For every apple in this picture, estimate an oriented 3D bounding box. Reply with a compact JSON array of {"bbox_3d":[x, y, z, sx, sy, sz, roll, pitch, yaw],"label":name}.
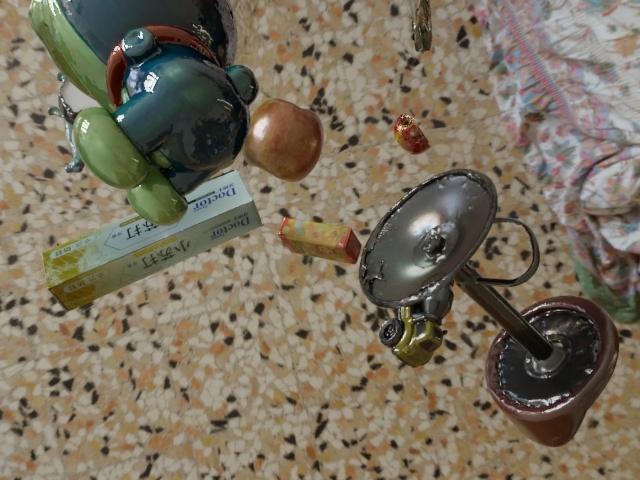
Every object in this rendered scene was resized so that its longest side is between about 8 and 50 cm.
[{"bbox_3d":[-0.085,-0.233,1.576,0.188,0.188,0.174,21,96,-8],"label":"apple"}]

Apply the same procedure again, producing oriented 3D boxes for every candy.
[{"bbox_3d":[0.000,0.000,1.078,0.121,0.062,0.038,10,67,26],"label":"candy"}]

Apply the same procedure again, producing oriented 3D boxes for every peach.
[{"bbox_3d":[0.175,-0.203,1.336,0.050,0.077,0.083,-43,137,3],"label":"peach"}]

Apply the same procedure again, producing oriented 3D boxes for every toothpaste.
[{"bbox_3d":[-0.243,-0.001,0.998,0.312,0.089,0.071,-24,137,-7],"label":"toothpaste"}]

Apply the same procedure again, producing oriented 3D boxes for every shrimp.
[{"bbox_3d":[0.209,-0.473,1.310,0.046,0.152,0.220,-9,108,-14],"label":"shrimp"}]

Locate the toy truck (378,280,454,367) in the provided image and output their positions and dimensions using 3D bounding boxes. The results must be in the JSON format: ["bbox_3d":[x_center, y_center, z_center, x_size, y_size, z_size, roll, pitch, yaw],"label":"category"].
[{"bbox_3d":[0.248,0.186,1.648,0.147,0.165,0.224,37,46,-28],"label":"toy truck"}]

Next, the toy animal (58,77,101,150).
[{"bbox_3d":[-0.494,-0.279,1.589,0.187,0.235,0.165,-16,53,-10],"label":"toy animal"}]

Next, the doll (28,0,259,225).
[{"bbox_3d":[-0.162,-0.179,0.661,0.186,0.198,0.322,-30,64,1],"label":"doll"}]

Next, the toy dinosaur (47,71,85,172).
[{"bbox_3d":[-0.573,-0.356,1.845,0.383,0.129,0.331,-35,55,-16],"label":"toy dinosaur"}]

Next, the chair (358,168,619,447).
[{"bbox_3d":[0.263,0.109,0.976,0.401,0.226,0.226,43,86,-26],"label":"chair"}]
